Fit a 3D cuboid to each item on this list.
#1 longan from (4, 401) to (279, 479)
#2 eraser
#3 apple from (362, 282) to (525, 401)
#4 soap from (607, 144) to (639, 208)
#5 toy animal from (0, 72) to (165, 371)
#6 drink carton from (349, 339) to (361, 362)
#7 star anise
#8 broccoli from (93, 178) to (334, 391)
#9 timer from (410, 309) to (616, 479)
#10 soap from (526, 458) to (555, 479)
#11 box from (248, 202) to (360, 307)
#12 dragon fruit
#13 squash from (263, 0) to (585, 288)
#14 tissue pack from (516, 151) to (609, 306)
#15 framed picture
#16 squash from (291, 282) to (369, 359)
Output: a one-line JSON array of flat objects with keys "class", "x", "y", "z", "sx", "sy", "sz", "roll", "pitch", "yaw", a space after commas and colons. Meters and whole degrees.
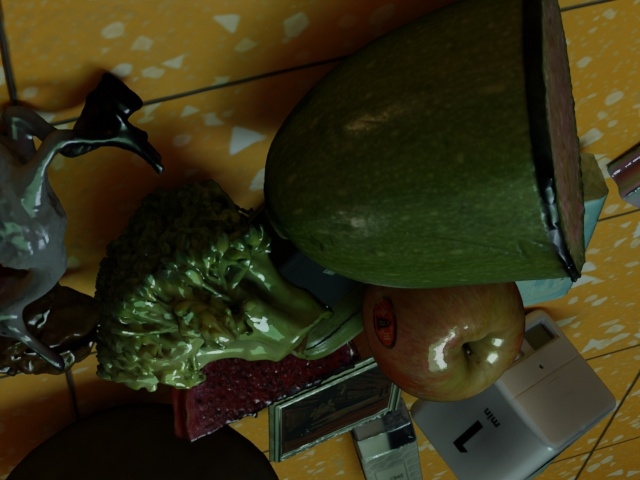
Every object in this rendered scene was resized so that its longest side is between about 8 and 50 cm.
[{"class": "longan", "x": -0.243, "y": 0.387, "z": 1.886, "sx": 0.404, "sy": 0.336, "sz": 0.404, "roll": -5, "pitch": 177, "yaw": 0}, {"class": "eraser", "x": 0.109, "y": 0.345, "z": 2.312, "sx": 0.098, "sy": 0.096, "sz": 0.404, "roll": -19, "pitch": 153, "yaw": -2}, {"class": "apple", "x": 0.142, "y": 0.089, "z": 1.683, "sx": 0.209, "sy": 0.164, "sz": 0.210, "roll": -22, "pitch": 130, "yaw": -28}, {"class": "soap", "x": 0.457, "y": -0.103, "z": 1.807, "sx": 0.149, "sy": 0.056, "sz": 0.100, "roll": -36, "pitch": 151, "yaw": 26}, {"class": "toy animal", "x": -0.282, "y": -0.017, "z": 1.352, "sx": 0.195, "sy": 0.090, "sz": 0.324, "roll": 20, "pitch": 115, "yaw": -18}, {"class": "drink carton", "x": 0.014, "y": 0.192, "z": 2.005, "sx": 0.096, "sy": 0.071, "sz": 0.223, "roll": -21, "pitch": 152, "yaw": -3}, {"class": "star anise", "x": -0.364, "y": 0.134, "z": 1.568, "sx": 0.237, "sy": 0.148, "sz": 0.346, "roll": 3, "pitch": 131, "yaw": -31}, {"class": "broccoli", "x": -0.122, "y": 0.072, "z": 1.497, "sx": 0.248, "sy": 0.245, "sz": 0.288, "roll": -60, "pitch": -179, "yaw": 9}, {"class": "timer", "x": 0.288, "y": 0.251, "z": 2.118, "sx": 0.192, "sy": 0.194, "sz": 0.195, "roll": -24, "pitch": 160, "yaw": -44}, {"class": "soap", "x": 0.352, "y": 0.353, "z": 2.498, "sx": 0.145, "sy": 0.091, "sz": 0.230, "roll": 1, "pitch": 146, "yaw": -30}, {"class": "box", "x": 0.000, "y": 0.000, "z": 1.641, "sx": 0.144, "sy": 0.090, "sz": 0.201, "roll": 11, "pitch": 139, "yaw": -44}, {"class": "dragon fruit", "x": -0.088, "y": 0.150, "z": 1.798, "sx": 0.261, "sy": 0.163, "sz": 0.189, "roll": -19, "pitch": 125, "yaw": -25}, {"class": "squash", "x": 0.094, "y": -0.097, "z": 1.404, "sx": 0.308, "sy": 0.310, "sz": 0.310, "roll": -5, "pitch": 156, "yaw": 17}, {"class": "tissue pack", "x": 0.257, "y": -0.002, "z": 1.817, "sx": 0.177, "sy": 0.089, "sz": 0.263, "roll": -13, "pitch": 153, "yaw": -9}, {"class": "framed picture", "x": 0.026, "y": 0.232, "z": 1.965, "sx": 0.216, "sy": 0.016, "sz": 0.273, "roll": -23, "pitch": 157, "yaw": -11}, {"class": "squash", "x": 0.053, "y": 0.069, "z": 1.760, "sx": 0.239, "sy": 0.069, "sz": 0.069, "roll": -38, "pitch": 156, "yaw": -18}]
